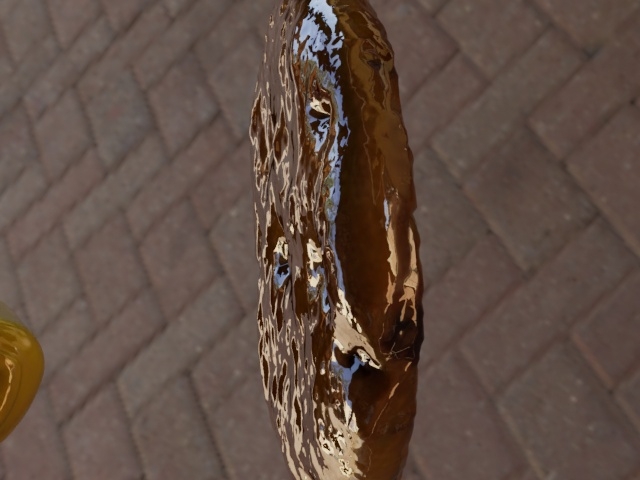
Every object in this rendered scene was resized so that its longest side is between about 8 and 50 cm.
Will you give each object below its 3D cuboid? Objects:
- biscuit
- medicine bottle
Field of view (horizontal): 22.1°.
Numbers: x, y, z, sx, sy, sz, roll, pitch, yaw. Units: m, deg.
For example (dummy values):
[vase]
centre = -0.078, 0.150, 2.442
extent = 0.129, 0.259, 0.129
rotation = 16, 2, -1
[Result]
[biscuit]
centre = 0.000, 0.000, 0.623
extent = 0.212, 0.036, 0.212
rotation = 177, 90, -78
[medicine bottle]
centre = -0.226, 0.064, 0.922
extent = 0.111, 0.076, 0.309
rotation = -25, 12, -14
